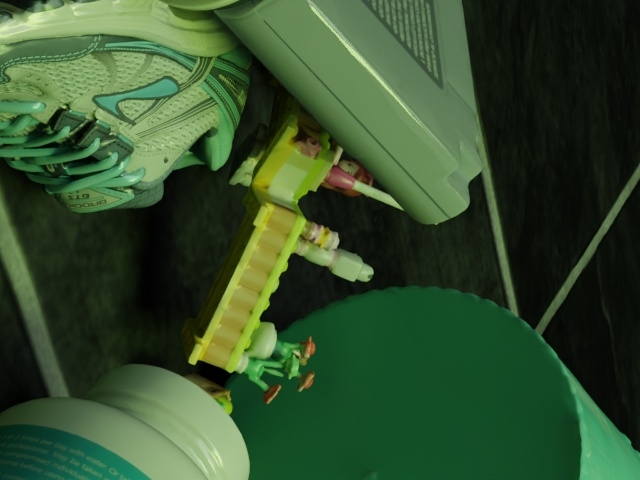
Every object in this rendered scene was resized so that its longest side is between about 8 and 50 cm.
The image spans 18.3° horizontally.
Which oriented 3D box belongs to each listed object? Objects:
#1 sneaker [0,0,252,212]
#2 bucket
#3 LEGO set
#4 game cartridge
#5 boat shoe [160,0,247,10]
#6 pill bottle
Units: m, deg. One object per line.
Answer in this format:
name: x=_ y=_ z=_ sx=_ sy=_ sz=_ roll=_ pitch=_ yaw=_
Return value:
sneaker: x=-0.109 y=-0.068 z=0.937 sx=0.283 sy=0.110 sz=0.122 roll=-14 pitch=110 yaw=-59
bucket: x=0.060 y=0.172 z=1.112 sx=0.183 sy=0.281 sz=0.281 roll=52 pitch=50 yaw=-48
LEGO set: x=0.000 y=0.000 z=1.087 sx=0.107 sy=0.132 sz=0.287 roll=23 pitch=66 yaw=-15
game cartridge: x=0.005 y=-0.165 z=1.043 sx=0.196 sy=0.060 sz=0.294 roll=49 pitch=25 yaw=-36
boat shoe: x=-0.063 y=-0.253 z=0.926 sx=0.113 sy=0.127 sz=0.340 roll=32 pitch=38 yaw=-68
pill bottle: x=-0.131 y=0.170 z=0.885 sx=0.264 sy=0.146 sz=0.146 roll=-52 pitch=137 yaw=-45
